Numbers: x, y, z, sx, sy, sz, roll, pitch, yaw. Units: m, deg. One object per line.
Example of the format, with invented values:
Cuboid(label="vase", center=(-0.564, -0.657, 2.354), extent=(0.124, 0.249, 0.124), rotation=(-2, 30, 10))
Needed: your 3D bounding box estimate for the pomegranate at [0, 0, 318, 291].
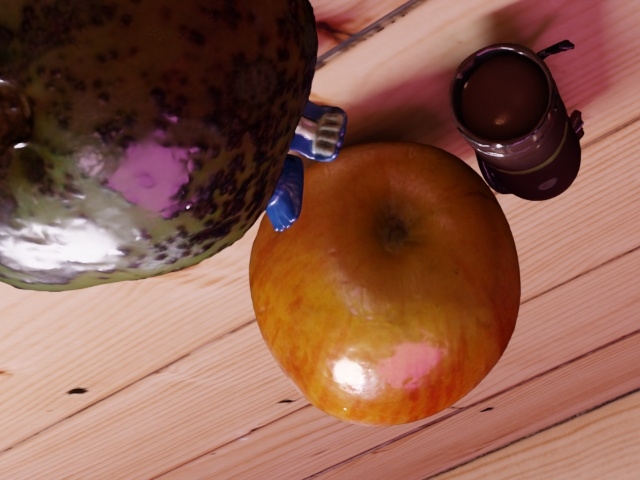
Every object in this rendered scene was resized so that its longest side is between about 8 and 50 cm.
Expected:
Cuboid(label="pomegranate", center=(-0.119, -0.119, 0.931), extent=(0.285, 0.285, 0.341), rotation=(-27, -177, 24))

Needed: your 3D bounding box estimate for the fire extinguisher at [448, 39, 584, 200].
Cuboid(label="fire extinguisher", center=(0.207, -0.113, 1.430), extent=(0.141, 0.105, 0.341), rotation=(-43, 164, 6))

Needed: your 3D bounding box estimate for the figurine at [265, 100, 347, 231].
Cuboid(label="figurine", center=(-0.110, -0.101, 1.177), extent=(0.262, 0.121, 0.164), rotation=(31, 105, -37))

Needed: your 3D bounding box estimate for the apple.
Cuboid(label="apple", center=(0.067, 0.037, 1.441), extent=(0.286, 0.286, 0.233), rotation=(-14, 157, -9))
